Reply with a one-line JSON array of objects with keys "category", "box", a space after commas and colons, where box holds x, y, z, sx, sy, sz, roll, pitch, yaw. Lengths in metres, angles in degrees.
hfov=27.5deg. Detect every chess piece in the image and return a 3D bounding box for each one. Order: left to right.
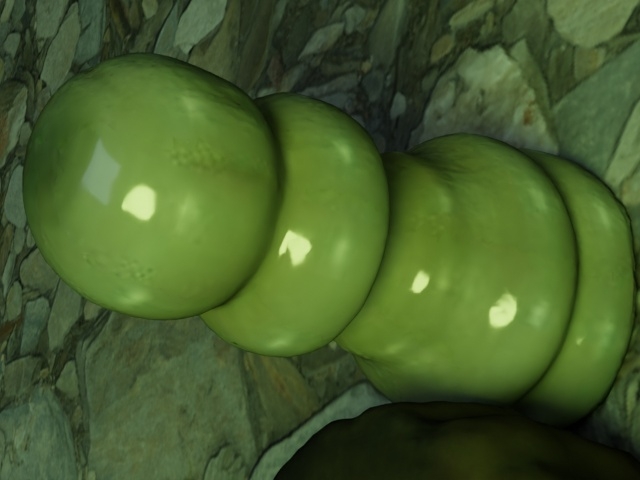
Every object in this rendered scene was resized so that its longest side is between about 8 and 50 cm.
[{"category": "chess piece", "box": [0.000, 0.000, 0.698, 0.182, 0.330, 0.182, -23, 60, 47]}]

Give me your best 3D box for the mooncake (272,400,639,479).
[{"category": "mooncake", "box": [0.075, 0.227, 0.664, 0.290, 0.161, 0.290, -23, 61, 50]}]
